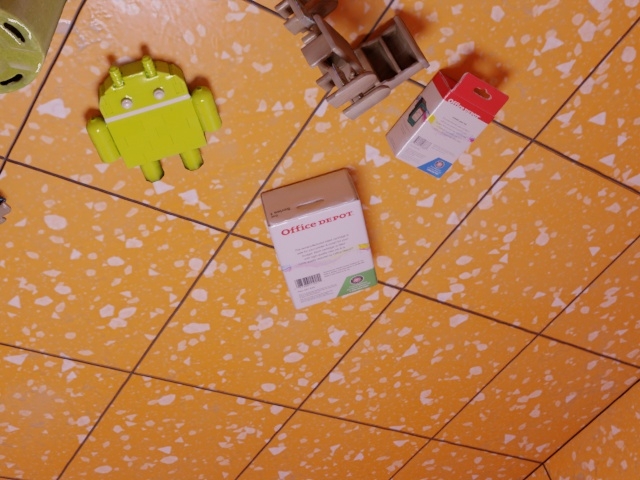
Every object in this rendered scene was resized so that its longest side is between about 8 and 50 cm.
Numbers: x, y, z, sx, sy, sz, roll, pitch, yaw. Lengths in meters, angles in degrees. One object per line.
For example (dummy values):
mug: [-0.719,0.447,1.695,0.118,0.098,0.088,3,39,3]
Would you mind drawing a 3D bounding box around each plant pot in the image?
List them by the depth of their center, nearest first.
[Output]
plant pot: [-0.493,-0.368,1.295,0.276,0.254,0.276,-3,146,-2]

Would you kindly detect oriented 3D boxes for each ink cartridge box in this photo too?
ink cartridge box: [0.261,-0.253,1.797,0.134,0.078,0.231,22,123,-33]
ink cartridge box: [0.000,0.000,1.924,0.201,0.117,0.278,-17,135,-1]

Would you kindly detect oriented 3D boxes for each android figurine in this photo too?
android figurine: [-0.319,-0.232,1.658,0.248,0.056,0.273,-15,136,-2]

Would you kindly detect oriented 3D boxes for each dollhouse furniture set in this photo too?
dollhouse furniture set: [0.072,-0.347,1.565,0.161,0.212,0.242,-33,161,16]

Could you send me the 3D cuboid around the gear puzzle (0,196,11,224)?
gear puzzle: [-0.785,-0.039,1.708,0.338,0.044,0.175,-27,135,13]
